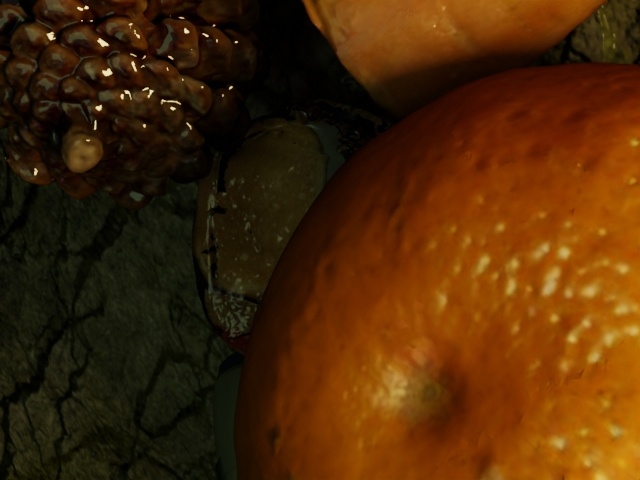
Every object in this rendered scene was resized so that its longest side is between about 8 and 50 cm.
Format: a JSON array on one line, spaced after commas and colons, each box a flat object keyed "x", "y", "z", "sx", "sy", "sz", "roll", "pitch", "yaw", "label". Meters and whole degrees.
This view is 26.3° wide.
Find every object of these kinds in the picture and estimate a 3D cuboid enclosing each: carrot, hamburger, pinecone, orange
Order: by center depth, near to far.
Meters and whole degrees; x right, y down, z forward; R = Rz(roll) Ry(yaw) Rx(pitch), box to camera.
[{"x": 0.158, "y": 0.104, "z": 0.799, "sx": 0.424, "sy": 0.326, "sz": 0.423, "roll": -14, "pitch": 68, "yaw": 38, "label": "orange"}, {"x": 0.115, "y": -0.180, "z": 0.838, "sx": 0.225, "sy": 0.159, "sz": 0.159, "roll": -26, "pitch": 93, "yaw": 35, "label": "carrot"}, {"x": -0.142, "y": -0.156, "z": 1.017, "sx": 0.224, "sy": 0.272, "sz": 0.224, "roll": 11, "pitch": 140, "yaw": 10, "label": "pinecone"}, {"x": 0.000, "y": 0.000, "z": 1.055, "sx": 0.231, "sy": 0.107, "sz": 0.231, "roll": 13, "pitch": 110, "yaw": 42, "label": "hamburger"}]

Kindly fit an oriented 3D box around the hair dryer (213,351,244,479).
[{"x": -0.023, "y": 0.281, "z": 1.207, "sx": 0.298, "sy": 0.119, "sz": 0.296, "roll": 96, "pitch": 157, "yaw": -43, "label": "hair dryer"}]
